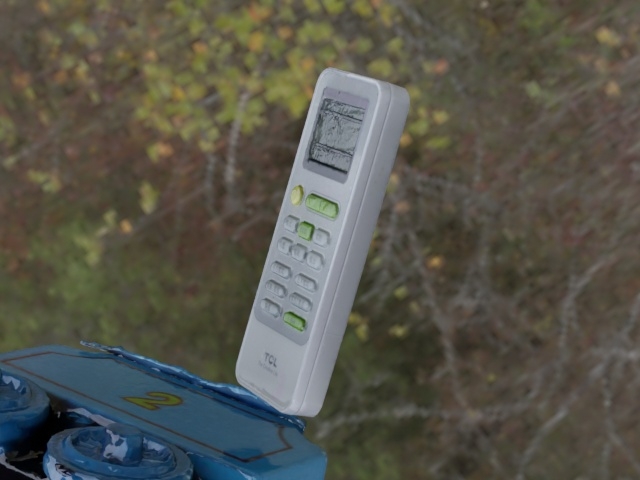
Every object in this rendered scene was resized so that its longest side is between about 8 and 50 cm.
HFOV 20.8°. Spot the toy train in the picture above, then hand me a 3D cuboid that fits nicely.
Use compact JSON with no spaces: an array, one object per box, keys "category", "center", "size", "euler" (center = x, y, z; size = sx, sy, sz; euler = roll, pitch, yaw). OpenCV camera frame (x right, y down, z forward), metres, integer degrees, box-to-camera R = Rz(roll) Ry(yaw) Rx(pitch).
[{"category":"toy train","center":[-0.168,0.189,1.313],"size":[0.300,0.265,0.188],"euler":[18,105,32]}]

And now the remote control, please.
[{"category":"remote control","center":[0.000,0.000,1.281],"size":[0.103,0.034,0.250],"euler":[27,101,60]}]
